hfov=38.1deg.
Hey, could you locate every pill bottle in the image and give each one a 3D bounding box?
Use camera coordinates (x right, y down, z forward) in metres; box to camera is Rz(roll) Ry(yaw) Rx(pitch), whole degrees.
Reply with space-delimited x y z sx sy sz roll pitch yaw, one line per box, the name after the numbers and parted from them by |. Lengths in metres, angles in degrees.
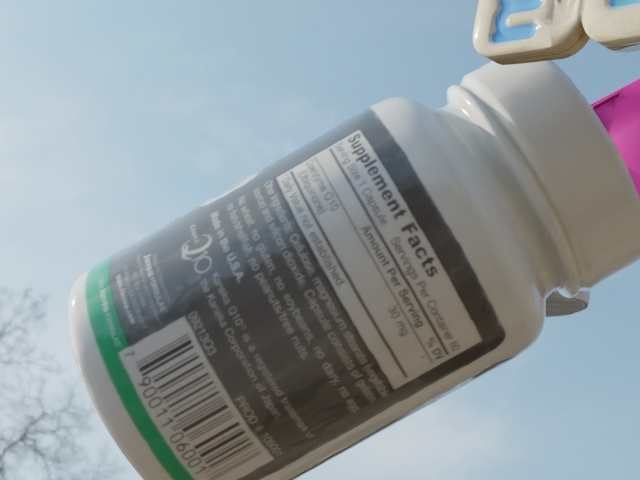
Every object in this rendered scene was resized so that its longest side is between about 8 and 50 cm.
0.026 0.027 0.656 0.361 0.204 0.204 -29 -43 2 | pill bottle

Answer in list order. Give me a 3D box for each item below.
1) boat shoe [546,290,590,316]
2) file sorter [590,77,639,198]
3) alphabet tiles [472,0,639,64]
0.202 0.031 1.219 0.302 0.094 0.109 9 -22 12 | boat shoe
0.526 -0.078 1.237 0.202 0.290 0.182 -28 -34 22 | file sorter
0.163 -0.232 0.489 0.021 0.284 0.278 19 -11 -41 | alphabet tiles
